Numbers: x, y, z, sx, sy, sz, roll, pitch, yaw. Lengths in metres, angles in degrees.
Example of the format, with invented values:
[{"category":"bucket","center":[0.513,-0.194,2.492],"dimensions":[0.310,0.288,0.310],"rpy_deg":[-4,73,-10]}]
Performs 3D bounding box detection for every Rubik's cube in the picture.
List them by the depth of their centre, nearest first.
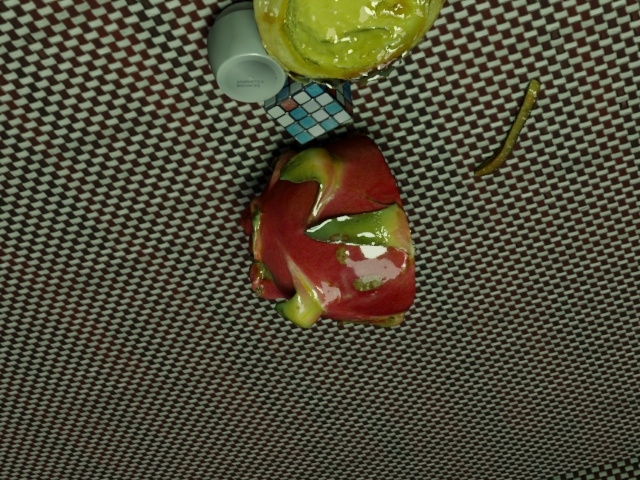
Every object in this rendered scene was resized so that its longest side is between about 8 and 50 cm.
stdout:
[{"category":"Rubik's cube","center":[-0.018,-0.208,1.555],"dimensions":[0.092,0.092,0.092],"rpy_deg":[-26,138,25]}]

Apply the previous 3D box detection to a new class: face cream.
[{"category":"face cream","center":[-0.093,-0.251,1.482],"dimensions":[0.117,0.104,0.117],"rpy_deg":[-3,143,-2]}]

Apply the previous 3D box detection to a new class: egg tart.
[{"category":"egg tart","center":[0.038,-0.319,1.399],"dimensions":[0.279,0.095,0.279],"rpy_deg":[-14,140,-12]}]

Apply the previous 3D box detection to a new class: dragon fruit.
[{"category":"dragon fruit","center":[0.000,0.000,1.658],"dimensions":[0.226,0.305,0.305],"rpy_deg":[-12,143,-7]}]

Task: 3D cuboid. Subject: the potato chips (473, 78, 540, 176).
[{"category":"potato chips","center":[0.291,-0.166,1.698],"dimensions":[0.037,0.026,0.204],"rpy_deg":[18,139,-7]}]
